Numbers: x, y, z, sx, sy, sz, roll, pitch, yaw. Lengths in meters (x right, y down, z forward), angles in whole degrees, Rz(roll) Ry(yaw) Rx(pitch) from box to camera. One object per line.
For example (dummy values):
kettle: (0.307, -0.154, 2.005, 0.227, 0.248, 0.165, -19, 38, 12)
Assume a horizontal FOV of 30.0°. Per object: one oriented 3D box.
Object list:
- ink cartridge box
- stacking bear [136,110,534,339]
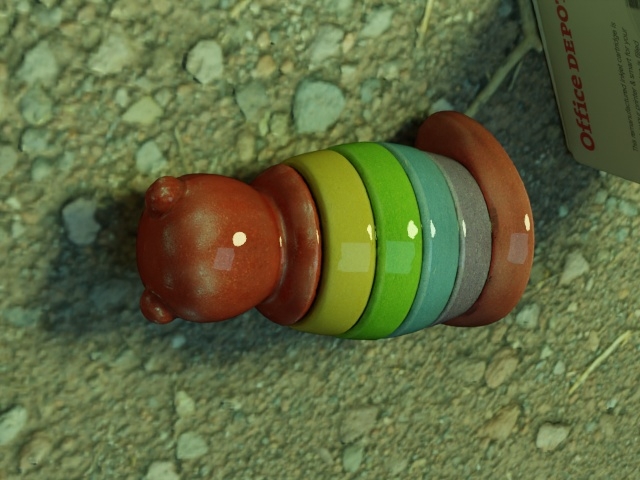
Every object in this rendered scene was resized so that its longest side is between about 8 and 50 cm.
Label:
ink cartridge box: (0.325, -0.141, 0.967, 0.121, 0.289, 0.211, -34, 125, -21)
stacking bear: (0.000, 0.000, 0.903, 0.289, 0.164, 0.175, -3, 112, -27)
